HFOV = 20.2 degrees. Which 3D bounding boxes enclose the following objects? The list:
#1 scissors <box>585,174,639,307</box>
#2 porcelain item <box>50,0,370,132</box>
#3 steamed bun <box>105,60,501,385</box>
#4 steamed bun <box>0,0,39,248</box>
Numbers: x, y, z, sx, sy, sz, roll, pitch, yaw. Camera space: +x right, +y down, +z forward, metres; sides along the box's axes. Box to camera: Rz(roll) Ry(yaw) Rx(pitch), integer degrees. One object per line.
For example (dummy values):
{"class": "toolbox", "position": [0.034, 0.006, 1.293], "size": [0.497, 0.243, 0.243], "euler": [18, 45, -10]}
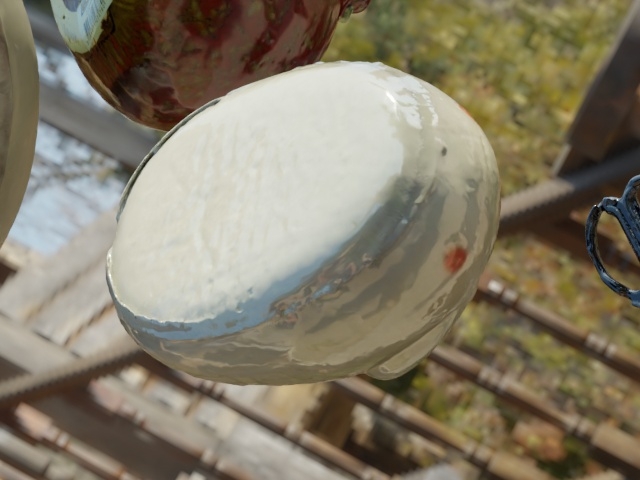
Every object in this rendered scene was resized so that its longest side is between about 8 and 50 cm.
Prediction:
{"class": "scissors", "position": [0.319, 0.084, 1.521], "size": [0.109, 0.300, 0.022], "euler": [-37, -23, 33]}
{"class": "porcelain item", "position": [-0.068, -0.199, 1.265], "size": [0.253, 0.253, 0.253], "euler": [-61, -6, -11]}
{"class": "steamed bun", "position": [0.000, 0.000, 0.962], "size": [0.228, 0.131, 0.177], "euler": [-17, 50, 34]}
{"class": "steamed bun", "position": [-0.364, -0.088, 1.140], "size": [0.374, 0.374, 0.241], "euler": [-62, 11, 1]}
